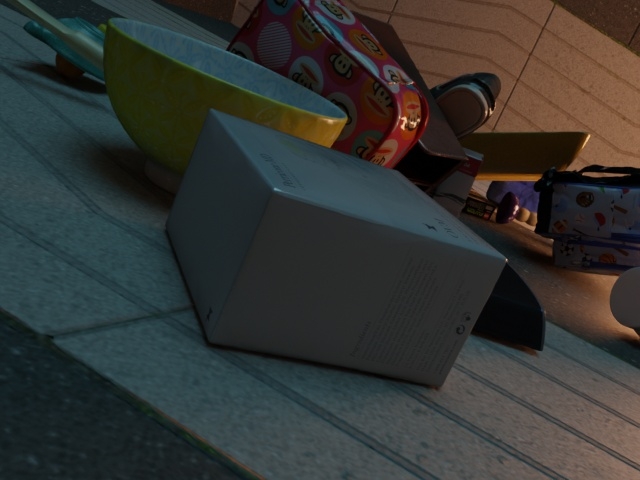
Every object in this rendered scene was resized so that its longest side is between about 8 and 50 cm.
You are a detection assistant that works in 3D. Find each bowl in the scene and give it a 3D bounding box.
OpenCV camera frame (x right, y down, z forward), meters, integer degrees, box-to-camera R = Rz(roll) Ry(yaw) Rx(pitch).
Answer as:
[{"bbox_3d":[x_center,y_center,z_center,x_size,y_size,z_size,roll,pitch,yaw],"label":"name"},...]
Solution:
[{"bbox_3d":[-0.130,-0.134,0.868,0.290,0.156,0.289,22,17,-7],"label":"bowl"}]

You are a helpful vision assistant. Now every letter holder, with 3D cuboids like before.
[{"bbox_3d":[0.063,-0.216,1.189,0.214,0.152,0.301,3,54,-47],"label":"letter holder"}]

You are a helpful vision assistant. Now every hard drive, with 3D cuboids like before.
[{"bbox_3d":[0.174,0.039,0.925,0.172,0.054,0.254,20,17,-14],"label":"hard drive"}]

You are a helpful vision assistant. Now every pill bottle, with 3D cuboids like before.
[{"bbox_3d":[0.549,0.107,1.110,0.222,0.124,0.124,16,18,-25],"label":"pill bottle"}]

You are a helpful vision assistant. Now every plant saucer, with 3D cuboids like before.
[{"bbox_3d":[0.379,-0.172,1.560,0.333,0.080,0.333,1,1,13],"label":"plant saucer"}]

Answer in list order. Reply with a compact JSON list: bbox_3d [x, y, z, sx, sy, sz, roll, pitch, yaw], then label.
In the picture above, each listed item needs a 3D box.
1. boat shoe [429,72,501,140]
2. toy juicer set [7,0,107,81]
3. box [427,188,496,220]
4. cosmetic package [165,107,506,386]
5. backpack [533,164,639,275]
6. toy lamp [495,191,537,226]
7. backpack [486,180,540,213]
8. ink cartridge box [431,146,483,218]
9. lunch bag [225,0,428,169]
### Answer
[{"bbox_3d":[0.186,-0.203,1.323,0.095,0.335,0.112,-42,103,-39],"label":"boat shoe"},{"bbox_3d":[-0.350,-0.273,1.149,0.209,0.089,0.329,38,9,4],"label":"toy juicer set"},{"bbox_3d":[0.248,-0.104,1.510,0.207,0.036,0.114,17,17,-21],"label":"box"},{"bbox_3d":[0.000,0.000,0.666,0.225,0.138,0.224,14,19,-27],"label":"cosmetic package"},{"bbox_3d":[0.541,-0.036,1.327,0.264,0.213,0.277,-2,4,31],"label":"backpack"},{"bbox_3d":[0.504,-0.018,1.532,0.275,0.080,0.080,20,16,-3],"label":"toy lamp"},{"bbox_3d":[0.455,-0.114,1.721,0.120,0.101,0.098,21,9,4],"label":"backpack"},{"bbox_3d":[0.230,-0.091,1.271,0.056,0.135,0.099,23,16,7],"label":"ink cartridge box"},{"bbox_3d":[-0.018,-0.187,1.037,0.293,0.258,0.120,52,34,17],"label":"lunch bag"}]
